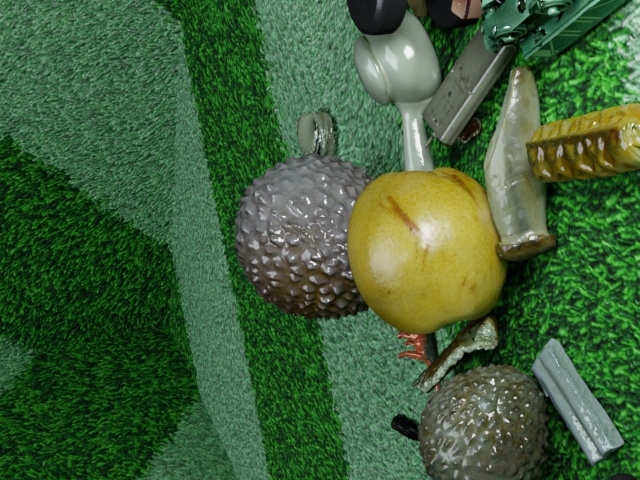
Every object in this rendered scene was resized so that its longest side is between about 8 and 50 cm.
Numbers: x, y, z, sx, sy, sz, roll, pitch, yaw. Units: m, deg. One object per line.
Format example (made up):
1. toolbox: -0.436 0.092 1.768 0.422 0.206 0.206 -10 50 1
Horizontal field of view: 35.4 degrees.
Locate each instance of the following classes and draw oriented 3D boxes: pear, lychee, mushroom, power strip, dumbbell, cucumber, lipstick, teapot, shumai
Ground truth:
1. pear: 0.199 0.018 1.853 0.314 0.315 0.314 170 90 -67
2. lychee: 0.000 0.000 2.193 0.432 0.380 0.380 31 130 36
3. mushroom: 0.334 -0.128 1.719 0.087 0.107 0.333 -43 -55 -78
4. power strip: 0.257 -0.270 1.814 0.268 0.034 0.092 -57 45 31
5. dumbbell: 0.171 -0.453 1.808 0.152 0.218 0.152 171 90 -69
6. cucumber: 0.214 0.442 2.315 0.039 0.043 0.163 41 172 -24
7. lipstick: 0.290 -0.393 1.647 0.045 0.145 0.045 -128 36 -50
8. teapot: 0.165 -0.296 1.939 0.220 0.149 0.318 65 -178 -65
9. lychee: 0.304 0.355 1.825 0.274 0.255 0.255 -55 41 18
10. shumai: 0.268 -0.218 1.901 0.081 0.082 0.083 7 89 27

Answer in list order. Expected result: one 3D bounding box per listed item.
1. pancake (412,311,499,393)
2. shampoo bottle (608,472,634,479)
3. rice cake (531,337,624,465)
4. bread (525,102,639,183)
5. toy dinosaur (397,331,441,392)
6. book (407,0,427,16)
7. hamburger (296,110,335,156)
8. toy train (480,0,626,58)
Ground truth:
1. pancake: 0.263 0.230 1.944 0.054 0.197 0.376 43 160 7
2. shampoo bottle: 0.499 0.499 1.612 0.080 0.079 0.246 178 83 -66
3. rice cake: 0.435 0.278 1.719 0.085 0.040 0.226 106 146 -45
4. bread: 0.418 -0.147 1.527 0.087 0.098 0.269 41 163 -17
5. toy dinosaur: 0.217 0.242 2.194 0.101 0.055 0.279 1 98 44
6. book: 0.195 -0.571 1.943 0.230 0.026 0.161 107 148 -46
7. hamburger: -0.011 -0.260 2.513 0.140 0.063 0.133 -145 50 -62
8. toy train: 0.346 -0.368 1.517 0.269 0.155 0.115 141 115 -65
